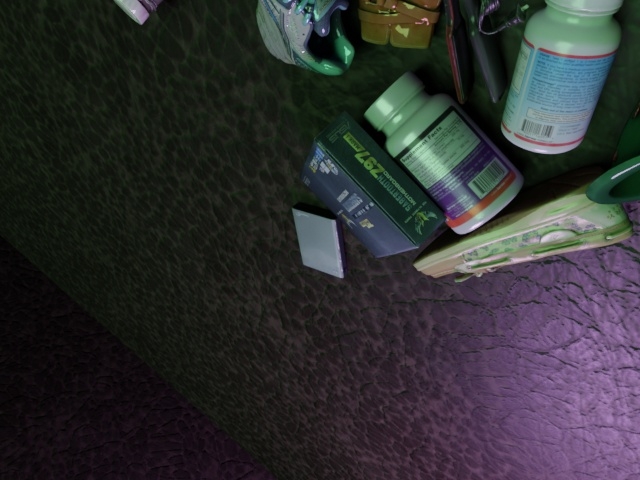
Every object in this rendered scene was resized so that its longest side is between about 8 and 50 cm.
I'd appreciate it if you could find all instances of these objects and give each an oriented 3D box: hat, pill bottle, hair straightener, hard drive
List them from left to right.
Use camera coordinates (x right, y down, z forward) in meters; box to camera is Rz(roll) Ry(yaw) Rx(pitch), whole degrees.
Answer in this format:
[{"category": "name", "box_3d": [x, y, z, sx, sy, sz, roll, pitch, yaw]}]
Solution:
[{"category": "hard drive", "box_3d": [0.000, 0.000, 0.963, 0.094, 0.022, 0.135, 18, 135, 31]}, {"category": "pill bottle", "box_3d": [0.147, -0.111, 0.653, 0.193, 0.108, 0.108, 47, 143, -2]}, {"category": "hair straightener", "box_3d": [0.169, -0.244, 0.536, 0.089, 0.047, 0.230, 11, 139, 35]}, {"category": "pill bottle", "box_3d": [0.240, -0.174, 0.525, 0.087, 0.087, 0.160, 25, 138, 24]}, {"category": "hat", "box_3d": [0.329, -0.156, 0.496, 0.208, 0.173, 0.183, -38, 60, 59]}]

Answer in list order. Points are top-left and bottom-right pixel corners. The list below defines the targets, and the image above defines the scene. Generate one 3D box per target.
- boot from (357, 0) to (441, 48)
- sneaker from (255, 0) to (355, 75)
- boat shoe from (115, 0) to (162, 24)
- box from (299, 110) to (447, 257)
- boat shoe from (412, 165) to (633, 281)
[{"category": "boot", "box_3d": [0.051, -0.305, 0.596, 0.197, 0.073, 0.152, 29, 146, 26]}, {"category": "sneaker", "box_3d": [-0.027, -0.294, 0.580, 0.122, 0.110, 0.283, 39, 176, 29]}, {"category": "boat shoe", "box_3d": [-0.350, -0.465, 0.801, 0.305, 0.091, 0.109, 45, 180, 3]}, {"category": "box", "box_3d": [0.059, -0.063, 0.738, 0.183, 0.059, 0.233, 46, 172, -2]}, {"category": "boat shoe", "box_3d": [0.239, 0.004, 0.677, 0.089, 0.104, 0.285, 54, 141, -7]}]
